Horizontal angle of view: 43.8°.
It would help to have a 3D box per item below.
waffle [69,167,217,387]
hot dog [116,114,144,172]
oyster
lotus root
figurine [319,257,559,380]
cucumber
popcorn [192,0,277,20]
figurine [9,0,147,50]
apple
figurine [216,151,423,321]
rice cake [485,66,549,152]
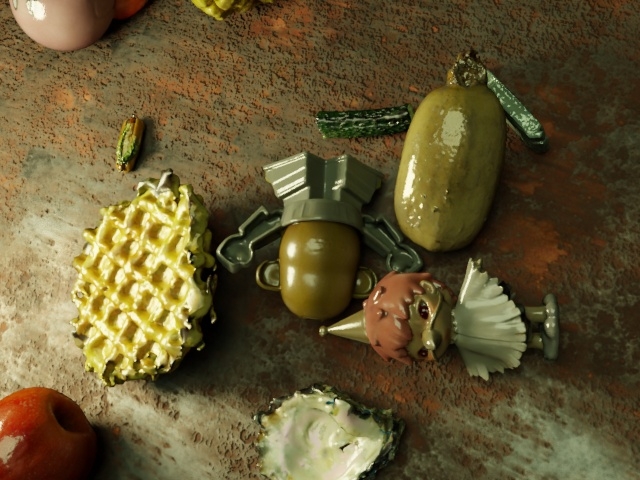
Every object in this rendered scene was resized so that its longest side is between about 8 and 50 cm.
[{"bbox_3d":[-0.327,0.078,1.467,0.382,0.095,0.380,-23,63,37],"label":"waffle"},{"bbox_3d":[-0.401,-0.201,1.661,0.056,0.041,0.133,3,74,20],"label":"hot dog"},{"bbox_3d":[0.013,0.332,1.332,0.259,0.092,0.198,-23,67,20],"label":"oyster"},{"bbox_3d":[0.223,-0.145,1.330,0.169,0.151,0.343,12,104,3],"label":"lotus root"},{"bbox_3d":[0.182,0.131,1.281,0.386,0.166,0.207,2,116,12],"label":"figurine"},{"bbox_3d":[0.087,-0.223,1.499,0.187,0.058,0.058,-2,73,16],"label":"cucumber"},{"bbox_3d":[-0.157,-0.547,1.605,0.200,0.203,0.226,2,60,45],"label":"popcorn"},{"bbox_3d":[-0.547,-0.520,1.734,0.269,0.261,0.211,23,109,22],"label":"figurine"},{"bbox_3d":[-0.519,0.379,1.423,0.201,0.218,0.218,-40,65,5],"label":"apple"},{"bbox_3d":[-0.001,0.000,1.395,0.342,0.167,0.285,-5,71,17],"label":"figurine"},{"bbox_3d":[0.322,-0.236,1.392,0.038,0.124,0.211,-42,70,10],"label":"rice cake"}]
